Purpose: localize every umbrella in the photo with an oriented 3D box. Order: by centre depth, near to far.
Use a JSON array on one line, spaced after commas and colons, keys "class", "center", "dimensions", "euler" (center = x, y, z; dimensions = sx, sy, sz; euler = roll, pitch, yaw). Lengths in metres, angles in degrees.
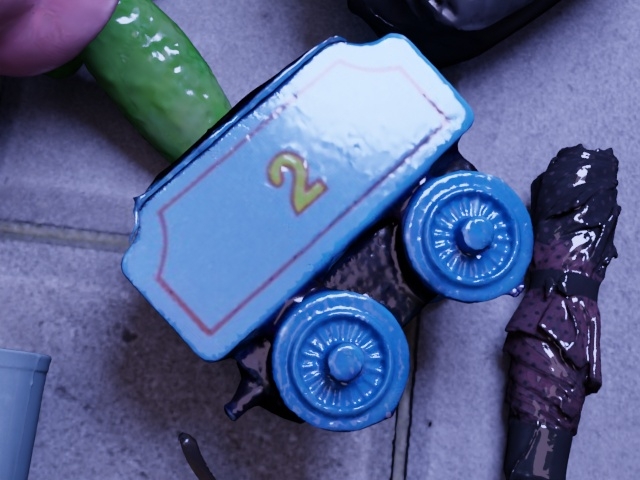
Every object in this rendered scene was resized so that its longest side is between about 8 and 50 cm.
[{"class": "umbrella", "center": [0.219, 0.066, 0.665], "dimensions": [0.090, 0.094, 0.326], "euler": [10, 75, 15]}]

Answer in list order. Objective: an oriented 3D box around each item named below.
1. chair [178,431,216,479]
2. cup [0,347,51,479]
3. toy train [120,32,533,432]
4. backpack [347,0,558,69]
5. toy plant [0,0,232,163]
[{"class": "chair", "center": [-0.068, 0.336, 0.556], "dimensions": [0.160, 0.186, 0.319], "euler": [-32, 113, -12]}, {"class": "cup", "center": [-0.381, 0.220, 0.501], "dimensions": [0.331, 0.257, 0.311], "euler": [10, 76, -26]}, {"class": "toy train", "center": [0.000, 0.000, 0.612], "dimensions": [0.300, 0.188, 0.265], "euler": [-43, 91, -9]}, {"class": "backpack", "center": [0.109, -0.404, 0.641], "dimensions": [0.363, 0.255, 0.446], "euler": [-38, 102, -9]}, {"class": "toy plant", "center": [-0.224, -0.211, 0.608], "dimensions": [0.210, 0.356, 0.317], "euler": [-23, 74, 18]}]
